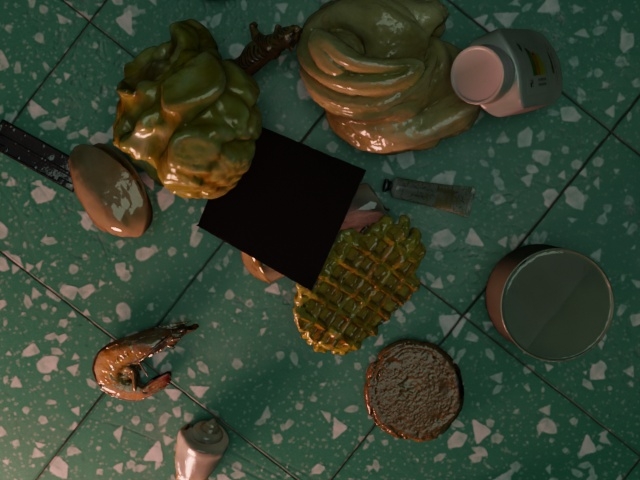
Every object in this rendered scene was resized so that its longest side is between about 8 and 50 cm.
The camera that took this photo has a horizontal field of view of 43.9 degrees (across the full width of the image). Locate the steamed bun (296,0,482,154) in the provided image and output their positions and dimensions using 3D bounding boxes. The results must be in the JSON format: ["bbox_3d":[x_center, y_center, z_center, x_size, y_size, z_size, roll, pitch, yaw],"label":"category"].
[{"bbox_3d":[0.136,-0.341,1.562,0.325,0.230,0.372,-32,91,-2],"label":"steamed bun"}]

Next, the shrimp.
[{"bbox_3d":[-0.360,0.252,1.681,0.251,0.052,0.143,-26,104,9],"label":"shrimp"}]

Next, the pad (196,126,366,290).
[{"bbox_3d":[-0.090,-0.081,1.560,0.368,0.007,0.247,27,94,40],"label":"pad"}]

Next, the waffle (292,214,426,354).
[{"bbox_3d":[0.082,0.092,1.599,0.312,0.060,0.307,-24,130,-16],"label":"waffle"}]

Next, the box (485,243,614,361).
[{"bbox_3d":[0.463,0.122,1.626,0.226,0.149,0.226,0,93,-1],"label":"box"}]

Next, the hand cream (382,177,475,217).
[{"bbox_3d":[0.227,-0.097,1.666,0.195,0.042,0.067,10,92,-5],"label":"hand cream"}]

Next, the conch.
[{"bbox_3d":[-0.257,0.451,1.687,0.104,0.094,0.176,14,120,-14],"label":"conch"}]

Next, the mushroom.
[{"bbox_3d":[0.000,0.000,1.630,0.329,0.122,0.159,-23,89,2],"label":"mushroom"}]

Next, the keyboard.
[{"bbox_3d":[-0.594,-0.177,1.667,0.202,0.011,0.067,29,91,-2],"label":"keyboard"}]

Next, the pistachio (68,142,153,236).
[{"bbox_3d":[-0.425,-0.099,1.615,0.223,0.126,0.152,50,119,8],"label":"pistachio"}]

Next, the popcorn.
[{"bbox_3d":[-0.245,-0.237,1.526,0.292,0.293,0.334,-43,58,-8],"label":"popcorn"}]

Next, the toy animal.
[{"bbox_3d":[-0.138,-0.378,1.599,0.241,0.099,0.057,-29,137,24],"label":"toy animal"}]

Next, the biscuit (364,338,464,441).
[{"bbox_3d":[0.198,0.318,1.689,0.226,0.042,0.225,0,95,0],"label":"biscuit"}]

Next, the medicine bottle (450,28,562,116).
[{"bbox_3d":[0.363,-0.324,1.527,0.111,0.296,0.161,-18,89,39],"label":"medicine bottle"}]
